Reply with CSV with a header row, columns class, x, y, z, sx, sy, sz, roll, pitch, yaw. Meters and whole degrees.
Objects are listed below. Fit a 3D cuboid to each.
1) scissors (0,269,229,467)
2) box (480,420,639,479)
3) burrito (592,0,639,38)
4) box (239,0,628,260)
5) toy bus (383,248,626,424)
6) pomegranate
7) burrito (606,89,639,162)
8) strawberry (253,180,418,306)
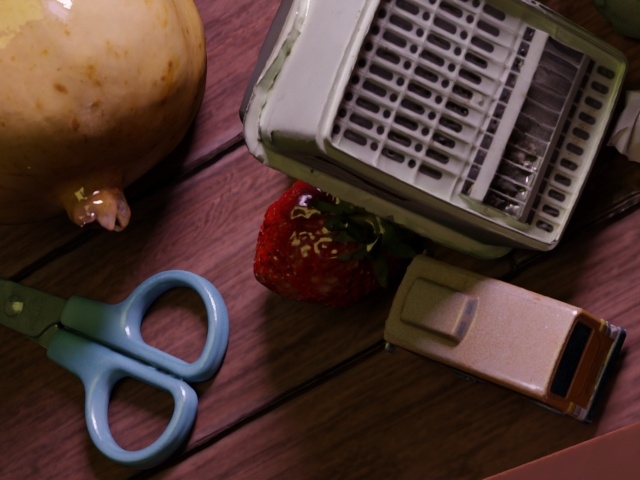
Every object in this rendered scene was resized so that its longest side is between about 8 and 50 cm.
class,x,y,z,sx,sy,sz,roll,pitch,yaw
scissors,-0.274,0.077,1.914,0.447,0.029,0.192,20,86,37
box,0.194,0.300,1.384,0.339,0.229,0.239,-24,63,26
burrito,0.351,-0.191,1.542,0.309,0.066,0.096,18,90,38
box,0.090,-0.121,1.567,0.166,0.290,0.220,21,87,60
toy bus,0.142,0.077,1.574,0.182,0.103,0.091,20,86,38
pomegranate,-0.263,-0.150,1.817,0.342,0.342,0.342,-12,68,32
burrito,0.327,-0.092,1.532,0.203,0.064,0.064,2,76,38
strawberry,0.004,0.005,1.692,0.148,0.131,0.131,-45,50,45
